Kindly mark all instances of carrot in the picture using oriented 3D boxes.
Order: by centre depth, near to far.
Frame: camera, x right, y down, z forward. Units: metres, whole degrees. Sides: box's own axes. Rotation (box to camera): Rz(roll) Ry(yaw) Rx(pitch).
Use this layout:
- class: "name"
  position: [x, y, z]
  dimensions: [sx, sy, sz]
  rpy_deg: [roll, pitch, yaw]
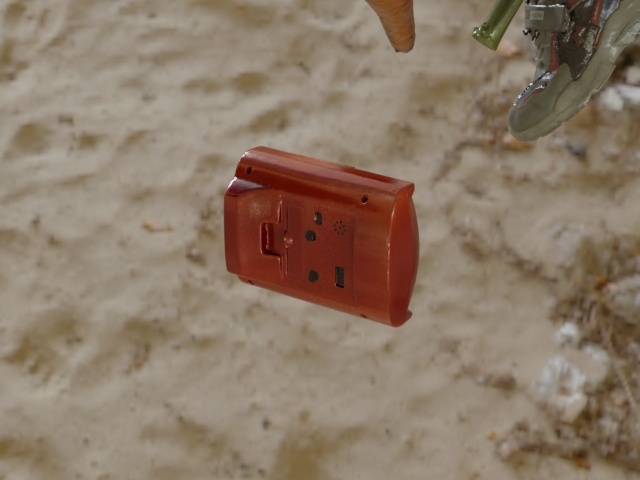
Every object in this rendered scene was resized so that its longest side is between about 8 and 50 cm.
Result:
- class: "carrot"
  position: [0.063, -0.231, 1.456]
  dimensions: [0.061, 0.256, 0.061]
  rpy_deg: [-4, 67, 9]

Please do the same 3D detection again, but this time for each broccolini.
- class: "broccolini"
  position: [0.281, -0.374, 1.727]
  dimensions: [0.074, 0.392, 0.079]
  rpy_deg: [-3, 40, -48]

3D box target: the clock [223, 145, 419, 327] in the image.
- class: "clock"
  position: [0.000, 0.000, 1.166]
  dimensions: [0.155, 0.113, 0.061]
  rpy_deg: [14, 26, 32]

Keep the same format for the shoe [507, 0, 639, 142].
- class: "shoe"
  position: [0.238, -0.207, 1.509]
  dimensions: [0.125, 0.227, 0.099]
  rpy_deg: [35, 12, -8]
